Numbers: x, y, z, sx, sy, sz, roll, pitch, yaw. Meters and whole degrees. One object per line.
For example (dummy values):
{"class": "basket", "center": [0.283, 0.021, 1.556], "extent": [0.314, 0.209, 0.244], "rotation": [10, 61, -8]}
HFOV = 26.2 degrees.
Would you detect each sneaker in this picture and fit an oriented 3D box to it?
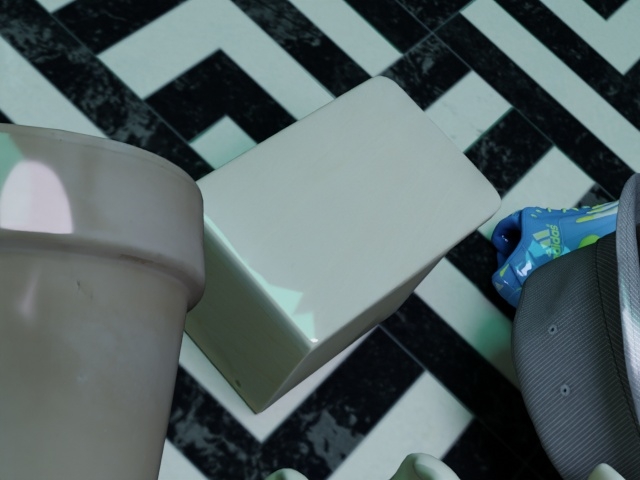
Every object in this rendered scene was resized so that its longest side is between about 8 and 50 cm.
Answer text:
{"class": "sneaker", "center": [0.235, -0.007, 1.245], "extent": [0.126, 0.091, 0.240], "rotation": [40, 48, 3]}

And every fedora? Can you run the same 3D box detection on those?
{"class": "fedora", "center": [0.228, 0.097, 1.078], "extent": [0.243, 0.124, 0.276], "rotation": [29, 49, -59]}

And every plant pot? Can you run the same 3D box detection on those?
{"class": "plant pot", "center": [-0.216, 0.116, 0.793], "extent": [0.323, 0.323, 0.281], "rotation": [1, 73, -28]}

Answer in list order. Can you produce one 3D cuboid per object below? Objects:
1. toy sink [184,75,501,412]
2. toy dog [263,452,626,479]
{"class": "toy sink", "center": [0.000, 0.000, 1.084], "extent": [0.153, 0.131, 0.234], "rotation": [48, 53, 9]}
{"class": "toy dog", "center": [0.178, 0.321, 0.855], "extent": [0.407, 0.284, 0.396], "rotation": [12, 65, -21]}
